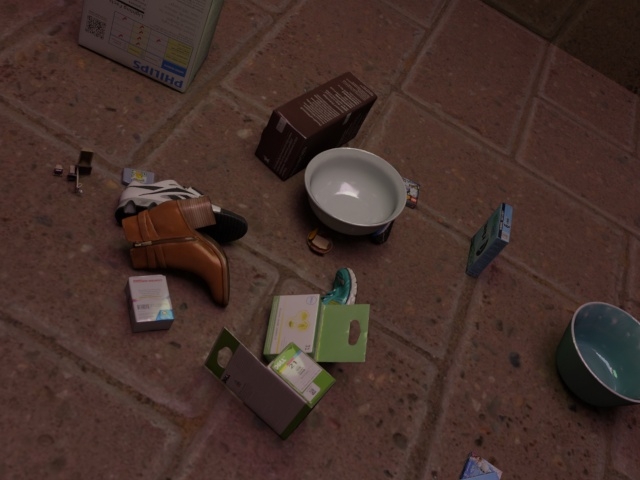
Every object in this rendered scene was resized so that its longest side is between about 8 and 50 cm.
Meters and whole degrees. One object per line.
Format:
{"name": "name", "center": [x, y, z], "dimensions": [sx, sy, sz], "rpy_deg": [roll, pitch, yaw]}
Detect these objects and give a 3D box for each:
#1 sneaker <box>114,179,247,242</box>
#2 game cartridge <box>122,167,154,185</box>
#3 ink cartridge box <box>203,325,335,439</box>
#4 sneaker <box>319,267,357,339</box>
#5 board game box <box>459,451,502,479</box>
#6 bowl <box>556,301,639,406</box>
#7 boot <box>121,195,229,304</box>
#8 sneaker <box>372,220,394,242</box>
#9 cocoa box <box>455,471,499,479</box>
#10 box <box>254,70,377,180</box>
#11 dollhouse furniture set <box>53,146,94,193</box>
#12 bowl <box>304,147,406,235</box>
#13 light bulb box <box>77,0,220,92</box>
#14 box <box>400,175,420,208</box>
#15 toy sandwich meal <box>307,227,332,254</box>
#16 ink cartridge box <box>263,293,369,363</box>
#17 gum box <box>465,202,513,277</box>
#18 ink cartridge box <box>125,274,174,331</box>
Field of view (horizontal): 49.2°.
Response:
{"name": "sneaker", "center": [-0.344, -0.091, 1.793], "dimensions": [0.331, 0.122, 0.146], "rpy_deg": [12, 46, -13]}
{"name": "game cartridge", "center": [-0.483, -0.163, 1.856], "dimensions": [0.083, 0.017, 0.055], "rpy_deg": [8, 55, -20]}
{"name": "ink cartridge box", "center": [-0.118, 0.293, 1.551], "dimensions": [0.255, 0.188, 0.097], "rpy_deg": [41, 48, 9]}
{"name": "sneaker", "center": [0.029, 0.173, 1.787], "dimensions": [0.110, 0.107, 0.275], "rpy_deg": [17, 48, -1]}
{"name": "board game box", "center": [0.387, 0.574, 1.694], "dimensions": [0.090, 0.020, 0.090], "rpy_deg": [35, 47, 1]}
{"name": "bowl", "center": [0.796, 0.347, 1.982], "dimensions": [0.312, 0.163, 0.311], "rpy_deg": [14, 49, -17]}
{"name": "boot", "center": [-0.342, 0.044, 1.687], "dimensions": [0.220, 0.283, 0.109], "rpy_deg": [-15, 17, -5]}
{"name": "sneaker", "center": [0.178, -0.054, 2.080], "dimensions": [0.073, 0.063, 0.162], "rpy_deg": [15, 42, 10]}
{"name": "cocoa box", "center": [0.213, 0.638, 1.412], "dimensions": [0.347, 0.228, 0.231], "rpy_deg": [-1, 55, -27]}
{"name": "box", "center": [-0.008, -0.355, 2.127], "dimensions": [0.143, 0.191, 0.381], "rpy_deg": [44, 48, 12]}
{"name": "dollhouse furniture set", "center": [-0.609, -0.173, 1.737], "dimensions": [0.091, 0.114, 0.081], "rpy_deg": [6, 56, -25]}
{"name": "bowl", "center": [0.087, -0.117, 2.007], "dimensions": [0.298, 0.134, 0.297], "rpy_deg": [8, 50, -9]}
{"name": "light bulb box", "center": [-0.482, -0.696, 2.049], "dimensions": [0.358, 0.361, 0.225], "rpy_deg": [24, 46, -7]}
{"name": "box", "center": [0.244, -0.165, 2.211], "dimensions": [0.137, 0.027, 0.093], "rpy_deg": [23, 48, -9]}
{"name": "toy sandwich meal", "center": [0.000, 0.000, 1.955], "dimensions": [0.086, 0.029, 0.085], "rpy_deg": [14, 49, -16]}
{"name": "ink cartridge box", "center": [-0.007, 0.211, 1.682], "dimensions": [0.235, 0.056, 0.171], "rpy_deg": [-4, 49, 16]}
{"name": "gum box", "center": [0.507, 0.000, 2.101], "dimensions": [0.041, 0.184, 0.157], "rpy_deg": [26, 47, -5]}
{"name": "ink cartridge box", "center": [-0.398, 0.145, 1.625], "dimensions": [0.089, 0.052, 0.122], "rpy_deg": [-1, 56, -28]}
